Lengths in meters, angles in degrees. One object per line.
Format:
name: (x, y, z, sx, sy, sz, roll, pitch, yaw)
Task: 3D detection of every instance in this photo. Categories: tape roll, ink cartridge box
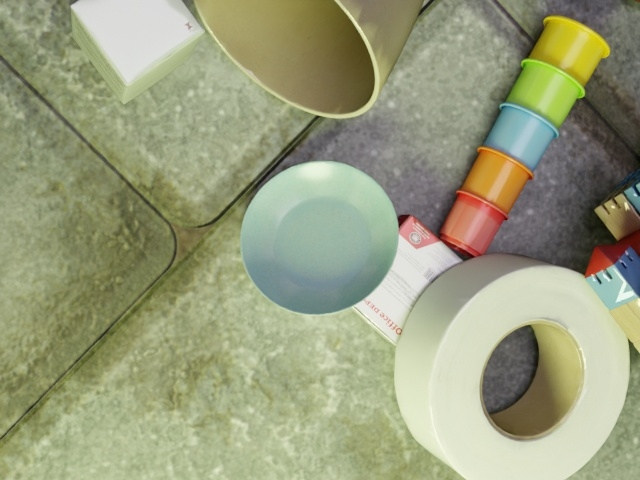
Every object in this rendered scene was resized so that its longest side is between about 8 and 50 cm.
tape roll: (0.237, 0.159, 1.340, 0.286, 0.100, 0.286, -4, 100, -22)
ink cartridge box: (0.098, 0.049, 1.361, 0.099, 0.056, 0.135, 42, 83, -9)

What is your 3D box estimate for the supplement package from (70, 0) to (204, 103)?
supplement package: (-0.209, -0.233, 1.230, 0.105, 0.179, 0.105, -37, 98, -10)

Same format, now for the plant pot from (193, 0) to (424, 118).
plant pot: (0.031, -0.329, 1.266, 0.256, 0.256, 0.274, 41, 67, -10)

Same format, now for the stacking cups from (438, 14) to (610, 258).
stacking cups: (0.247, -0.127, 1.385, 0.096, 0.096, 0.316, 31, 89, -11)

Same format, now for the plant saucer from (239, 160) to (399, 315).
plant saucer: (0.000, 0.000, 1.327, 0.195, 0.037, 0.195, -2, 73, 8)

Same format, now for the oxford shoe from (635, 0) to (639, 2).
oxford shoe: (0.346, -0.396, 1.401, 0.348, 0.123, 0.130, 11, 62, -11)

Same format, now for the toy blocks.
toy blocks: (0.455, 0.008, 1.340, 0.261, 0.190, 0.381, 52, 50, -2)
